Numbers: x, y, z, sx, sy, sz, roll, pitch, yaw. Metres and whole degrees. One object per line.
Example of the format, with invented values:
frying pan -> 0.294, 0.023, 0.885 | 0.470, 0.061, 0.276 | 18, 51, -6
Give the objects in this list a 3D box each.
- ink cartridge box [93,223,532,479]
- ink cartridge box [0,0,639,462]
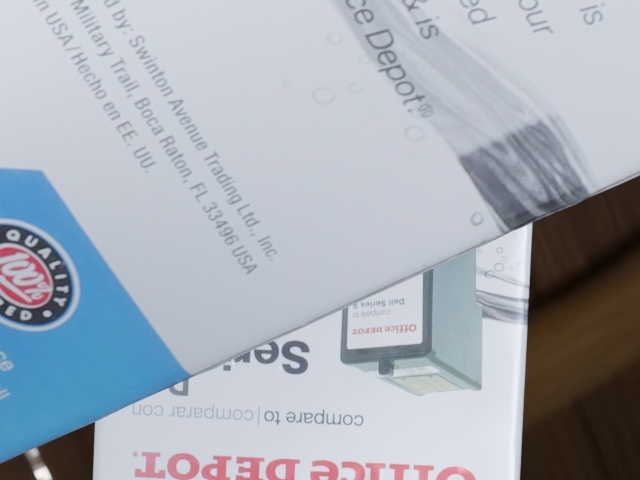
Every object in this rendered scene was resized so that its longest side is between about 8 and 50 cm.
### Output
ink cartridge box -> 0.000, 0.000, 0.852 | 0.211, 0.289, 0.121 | 2, 179, 0
ink cartridge box -> -0.013, -0.109, 0.444 | 0.307, 0.223, 0.129 | -25, -155, 14
